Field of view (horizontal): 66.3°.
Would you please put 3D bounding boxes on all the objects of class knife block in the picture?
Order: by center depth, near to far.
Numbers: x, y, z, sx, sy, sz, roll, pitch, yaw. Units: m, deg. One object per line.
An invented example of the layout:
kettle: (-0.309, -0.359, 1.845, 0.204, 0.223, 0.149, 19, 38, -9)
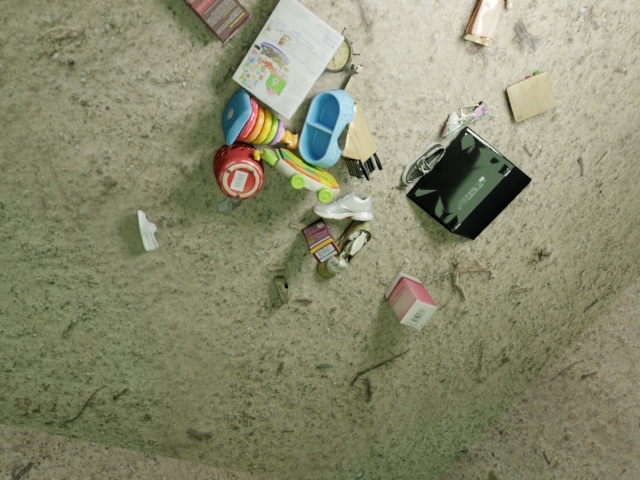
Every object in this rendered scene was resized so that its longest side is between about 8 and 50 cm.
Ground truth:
knife block: (0.163, -0.378, 1.915, 0.242, 0.088, 0.276, 5, 100, -40)

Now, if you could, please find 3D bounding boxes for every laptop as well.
laptop: (0.664, -0.233, 2.166, 0.408, 0.236, 0.382, 39, 110, 0)

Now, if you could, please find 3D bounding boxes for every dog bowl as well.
dog bowl: (0.014, -0.413, 1.806, 0.074, 0.166, 0.297, -11, 126, -57)

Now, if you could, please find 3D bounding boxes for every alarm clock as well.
alarm clock: (0.033, -0.650, 1.730, 0.192, 0.064, 0.129, -29, 100, 11)

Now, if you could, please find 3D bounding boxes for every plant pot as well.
plant pot: (-0.300, -0.254, 1.831, 0.191, 0.174, 0.191, -8, 123, -12)

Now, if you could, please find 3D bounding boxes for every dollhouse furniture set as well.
dollhouse furniture set: (0.091, -0.602, 1.785, 0.081, 0.091, 0.114, 26, 115, -10)

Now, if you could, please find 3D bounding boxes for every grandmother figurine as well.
grandmother figurine: (0.617, -0.882, 1.742, 0.207, 0.104, 0.342, -7, 123, -43)

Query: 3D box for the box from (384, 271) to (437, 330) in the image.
box: (0.418, 0.281, 2.291, 0.126, 0.232, 0.149, 22, 112, -24)

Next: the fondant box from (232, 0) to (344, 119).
fondant box: (-0.109, -0.619, 1.669, 0.238, 0.096, 0.330, 35, 106, -9)

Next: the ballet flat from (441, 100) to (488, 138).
ballet flat: (0.572, -0.495, 1.975, 0.221, 0.077, 0.079, -30, 104, -1)

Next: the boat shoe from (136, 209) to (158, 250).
boat shoe: (-0.677, -0.041, 1.926, 0.063, 0.066, 0.184, -16, 121, -21)

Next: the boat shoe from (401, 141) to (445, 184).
boat shoe: (0.427, -0.315, 2.038, 0.077, 0.070, 0.219, 31, 108, -28)

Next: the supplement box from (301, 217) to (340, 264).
supplement box: (0.000, 0.000, 2.045, 0.104, 0.188, 0.081, -31, 123, 5)

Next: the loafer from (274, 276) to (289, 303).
loafer: (-0.165, 0.225, 2.215, 0.050, 0.056, 0.148, -18, 123, 4)

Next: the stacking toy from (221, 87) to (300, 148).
stacking toy: (-0.197, -0.408, 1.792, 0.301, 0.166, 0.175, 16, 131, -34)

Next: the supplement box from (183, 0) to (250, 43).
supplement box: (-0.353, -0.773, 1.567, 0.130, 0.073, 0.239, -40, 120, 11)

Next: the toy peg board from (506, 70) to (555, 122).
toy peg board: (0.846, -0.594, 1.989, 0.160, 0.079, 0.161, -21, 124, 17)

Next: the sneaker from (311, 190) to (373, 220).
sneaker: (0.093, -0.150, 2.052, 0.262, 0.099, 0.121, 2, 98, -12)

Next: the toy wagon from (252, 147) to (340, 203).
toy wagon: (-0.088, -0.262, 1.821, 0.344, 0.267, 0.068, 26, 109, -26)

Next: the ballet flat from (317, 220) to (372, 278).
ballet flat: (0.107, 0.054, 2.149, 0.123, 0.123, 0.348, 29, 110, -27)
